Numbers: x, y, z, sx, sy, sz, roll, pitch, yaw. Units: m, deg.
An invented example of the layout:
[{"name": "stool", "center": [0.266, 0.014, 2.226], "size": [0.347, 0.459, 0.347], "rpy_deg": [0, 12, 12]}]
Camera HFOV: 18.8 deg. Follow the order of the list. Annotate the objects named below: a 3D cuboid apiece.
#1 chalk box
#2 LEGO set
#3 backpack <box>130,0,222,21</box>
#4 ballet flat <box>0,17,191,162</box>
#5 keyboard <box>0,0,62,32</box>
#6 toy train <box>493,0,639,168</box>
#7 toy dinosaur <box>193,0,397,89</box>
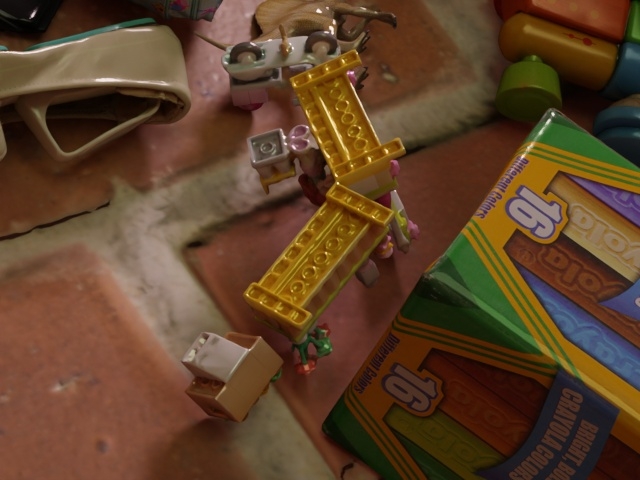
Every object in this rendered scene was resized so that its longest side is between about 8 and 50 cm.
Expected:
[{"name": "chalk box", "center": [0.183, 0.101, 1.131], "size": [0.289, 0.180, 0.179], "rpy_deg": [36, 48, 6]}, {"name": "LEGO set", "center": [0.000, 0.000, 1.205], "size": [0.132, 0.107, 0.287], "rpy_deg": [-6, 55, 14]}, {"name": "backpack", "center": [-0.091, -0.238, 1.294], "size": [0.115, 0.152, 0.182], "rpy_deg": [17, 62, 5]}, {"name": "ballet flat", "center": [-0.187, -0.084, 1.180], "size": [0.248, 0.086, 0.086], "rpy_deg": [-13, 61, -32]}, {"name": "keyboard", "center": [-0.235, -0.279, 1.335], "size": [0.201, 0.033, 0.317], "rpy_deg": [28, 47, -11]}, {"name": "toy train", "center": [0.148, -0.149, 1.370], "size": [0.248, 0.105, 0.143], "rpy_deg": [18, 63, -11]}, {"name": "toy dinosaur", "center": [-0.009, -0.141, 1.328], "size": [0.092, 0.053, 0.183], "rpy_deg": [28, 39, 19]}]
